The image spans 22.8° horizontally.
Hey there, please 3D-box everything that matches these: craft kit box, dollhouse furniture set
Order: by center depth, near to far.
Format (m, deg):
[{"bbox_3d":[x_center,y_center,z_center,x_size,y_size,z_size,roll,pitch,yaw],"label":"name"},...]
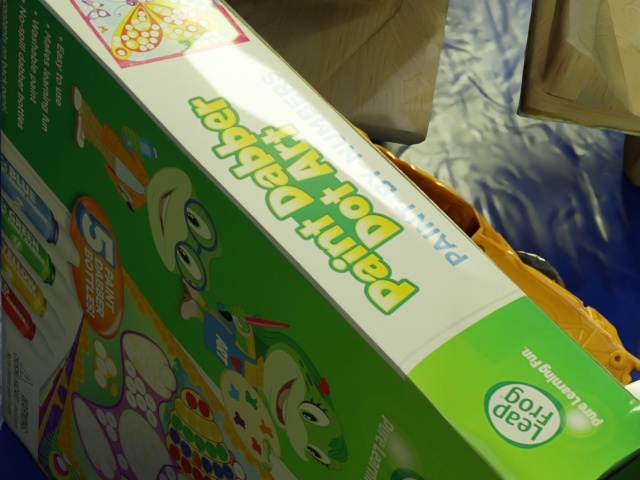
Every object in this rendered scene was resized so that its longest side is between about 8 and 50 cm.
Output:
[{"bbox_3d":[-0.022,0.061,0.533,0.061,0.250,0.246,-30,59,-32],"label":"craft kit box"},{"bbox_3d":[0.025,-0.226,0.870,0.362,0.256,0.394,11,69,-1],"label":"dollhouse furniture set"}]

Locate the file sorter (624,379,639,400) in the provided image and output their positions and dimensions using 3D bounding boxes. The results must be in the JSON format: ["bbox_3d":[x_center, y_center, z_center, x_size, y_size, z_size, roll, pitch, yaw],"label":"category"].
[{"bbox_3d":[0.228,0.125,0.569,0.277,0.193,0.173,-18,58,-25],"label":"file sorter"}]

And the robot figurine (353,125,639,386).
[{"bbox_3d":[0.000,0.000,0.644,0.291,0.211,0.085,35,85,21],"label":"robot figurine"}]
